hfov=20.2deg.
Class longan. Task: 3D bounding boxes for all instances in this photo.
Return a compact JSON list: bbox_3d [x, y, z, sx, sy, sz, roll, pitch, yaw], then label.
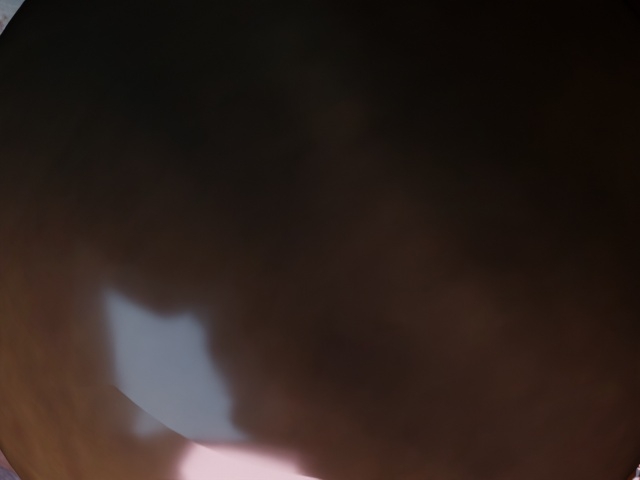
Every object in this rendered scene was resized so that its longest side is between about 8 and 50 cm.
[{"bbox_3d":[0.000,0.000,0.711,0.319,0.319,0.319,35,144,30],"label":"longan"}]

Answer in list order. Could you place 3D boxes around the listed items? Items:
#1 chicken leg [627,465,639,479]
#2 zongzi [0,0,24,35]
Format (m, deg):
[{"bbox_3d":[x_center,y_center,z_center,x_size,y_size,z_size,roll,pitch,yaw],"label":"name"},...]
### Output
[{"bbox_3d":[0.178,0.068,0.759,0.125,0.080,0.196,39,140,7],"label":"chicken leg"},{"bbox_3d":[-0.087,-0.109,0.912,0.288,0.134,0.286,23,134,22],"label":"zongzi"}]
